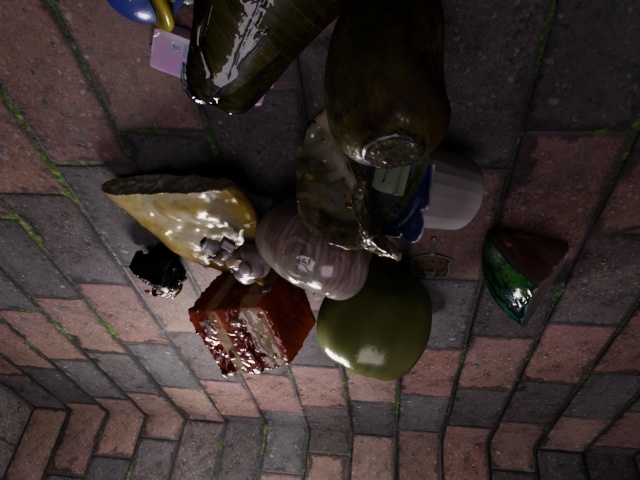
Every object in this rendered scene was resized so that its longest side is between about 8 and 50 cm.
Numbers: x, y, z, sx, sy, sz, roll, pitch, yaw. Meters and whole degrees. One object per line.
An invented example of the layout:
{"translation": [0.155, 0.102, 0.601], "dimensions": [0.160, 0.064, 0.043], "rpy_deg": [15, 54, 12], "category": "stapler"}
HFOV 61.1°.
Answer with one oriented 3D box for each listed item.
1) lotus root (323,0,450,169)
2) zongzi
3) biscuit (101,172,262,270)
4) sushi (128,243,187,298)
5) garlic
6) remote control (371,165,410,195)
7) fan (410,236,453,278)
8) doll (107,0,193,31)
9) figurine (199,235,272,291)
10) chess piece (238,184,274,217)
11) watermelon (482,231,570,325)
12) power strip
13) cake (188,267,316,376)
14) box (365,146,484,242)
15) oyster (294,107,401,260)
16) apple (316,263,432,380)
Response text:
{"translation": [0.123, -0.289, 0.993], "dimensions": [0.250, 0.346, 0.251], "rpy_deg": [2, 149, 1], "category": "lotus root"}
{"translation": [-0.170, -0.457, 0.863], "dimensions": [0.403, 0.208, 0.432], "rpy_deg": [-43, 121, 17], "category": "zongzi"}
{"translation": [-0.331, -0.051, 1.565], "dimensions": [0.428, 0.104, 0.446], "rpy_deg": [-5, 143, 31], "category": "biscuit"}
{"translation": [-0.522, 0.114, 1.803], "dimensions": [0.172, 0.153, 0.150], "rpy_deg": [-2, 147, 28], "category": "sushi"}
{"translation": [0.000, 0.000, 1.417], "dimensions": [0.317, 0.317, 0.260], "rpy_deg": [8, 116, 0], "category": "garlic"}
{"translation": [0.170, -0.216, 1.182], "dimensions": [0.038, 0.098, 0.234], "rpy_deg": [5, 104, -31], "category": "remote control"}
{"translation": [0.344, 0.058, 1.677], "dimensions": [0.131, 0.009, 0.220], "rpy_deg": [2, 143, 8], "category": "fan"}
{"translation": [-0.263, -0.463, 0.982], "dimensions": [0.159, 0.243, 0.311], "rpy_deg": [25, 158, 38], "category": "doll"}
{"translation": [-0.221, 0.051, 1.482], "dimensions": [0.228, 0.112, 0.137], "rpy_deg": [28, 177, -15], "category": "figurine"}
{"translation": [-0.187, -0.113, 1.511], "dimensions": [0.103, 0.067, 0.067], "rpy_deg": [26, 141, -9], "category": "chess piece"}
{"translation": [0.560, 0.094, 1.581], "dimensions": [0.222, 0.319, 0.292], "rpy_deg": [35, 142, 22], "category": "watermelon"}
{"translation": [-0.234, -0.381, 1.179], "dimensions": [0.278, 0.038, 0.109], "rpy_deg": [17, 143, -12], "category": "power strip"}
{"translation": [-0.216, 0.248, 1.766], "dimensions": [0.319, 0.270, 0.270], "rpy_deg": [-13, 114, 26], "category": "cake"}
{"translation": [0.259, -0.111, 1.255], "dimensions": [0.206, 0.291, 0.262], "rpy_deg": [6, 135, -28], "category": "box"}
{"translation": [0.039, -0.105, 1.255], "dimensions": [0.204, 0.397, 0.110], "rpy_deg": [-29, 166, 40], "category": "oyster"}
{"translation": [0.167, 0.247, 1.687], "dimensions": [0.356, 0.358, 0.357], "rpy_deg": [5, 143, 4], "category": "apple"}
